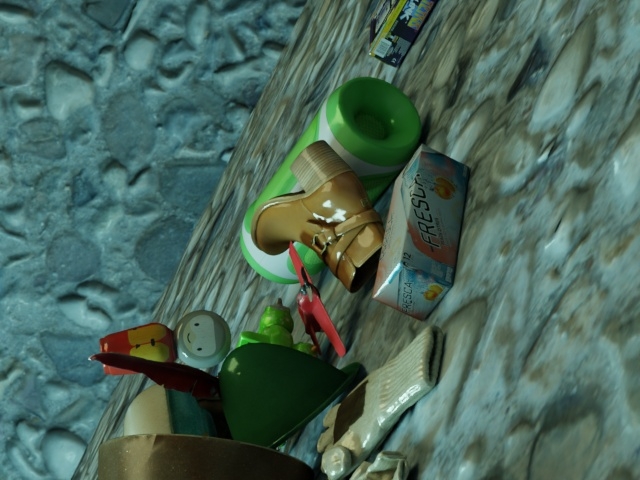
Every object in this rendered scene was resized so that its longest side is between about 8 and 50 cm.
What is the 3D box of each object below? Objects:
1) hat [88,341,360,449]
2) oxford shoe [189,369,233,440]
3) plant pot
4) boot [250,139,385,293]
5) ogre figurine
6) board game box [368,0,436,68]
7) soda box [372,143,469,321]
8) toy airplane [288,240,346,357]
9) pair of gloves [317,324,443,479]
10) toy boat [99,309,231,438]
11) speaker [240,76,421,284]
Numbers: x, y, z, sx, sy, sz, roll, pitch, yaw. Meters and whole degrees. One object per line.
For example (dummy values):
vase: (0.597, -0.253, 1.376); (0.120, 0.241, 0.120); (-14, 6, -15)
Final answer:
hat: (-0.083, 0.116, 1.701); (0.173, 0.183, 0.208); (-37, 3, 18)
oxford shoe: (-0.116, 0.212, 2.106); (0.083, 0.096, 0.227); (-34, 8, -38)
plant pot: (-0.125, 0.326, 1.609); (0.215, 0.215, 0.230); (138, 142, -63)
boot: (0.000, 0.000, 1.887); (0.073, 0.152, 0.197); (-21, -23, -34)
ogre figurine: (-0.058, 0.154, 1.884); (0.197, 0.097, 0.118); (-60, -12, -48)
board game box: (0.126, -0.338, 2.275); (0.170, 0.048, 0.141); (-59, 10, 26)
soda box: (0.100, -0.010, 1.631); (0.063, 0.058, 0.183); (-55, 15, 40)
toy airplane: (-0.011, 0.076, 1.866); (0.028, 0.151, 0.151); (-24, 10, -6)
pair of gloves: (0.033, 0.207, 1.497); (0.204, 0.042, 0.240); (-51, 18, 49)
toy boat: (-0.162, 0.228, 1.954); (0.267, 0.148, 0.318); (-108, 10, -58)
speaker: (0.008, -0.067, 2.015); (0.296, 0.131, 0.131); (-52, 16, 47)
